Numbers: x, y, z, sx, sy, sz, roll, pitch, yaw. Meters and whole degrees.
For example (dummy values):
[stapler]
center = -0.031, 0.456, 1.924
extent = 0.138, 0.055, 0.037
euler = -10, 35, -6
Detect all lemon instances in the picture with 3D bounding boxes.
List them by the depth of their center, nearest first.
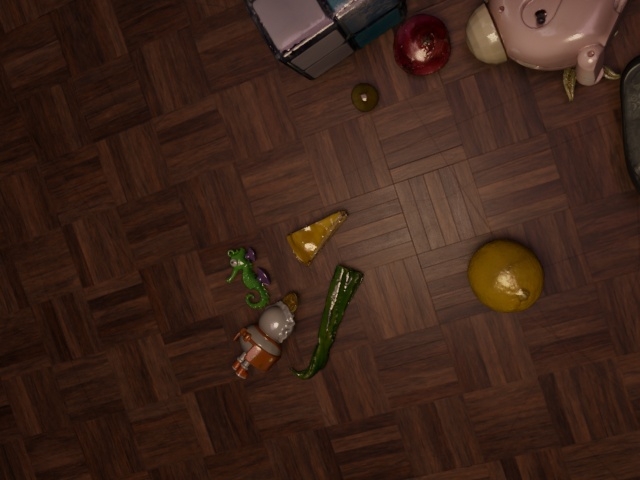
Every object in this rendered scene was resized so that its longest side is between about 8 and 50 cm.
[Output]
[lemon]
center = 0.454, 0.088, 1.435
extent = 0.178, 0.203, 0.178
euler = -3, 112, -7

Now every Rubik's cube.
[Rubik's cube]
center = -0.010, -0.610, 1.392
extent = 0.318, 0.316, 0.313
euler = -31, 90, 13

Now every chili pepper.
[chili pepper]
center = 0.015, 0.238, 1.614
extent = 0.085, 0.076, 0.359
euler = 21, 101, -16

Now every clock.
[clock]
center = 0.528, -0.545, 1.335
extent = 0.326, 0.184, 0.342
euler = 28, 93, 26

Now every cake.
[cake]
center = -0.001, 0.000, 1.584
extent = 0.185, 0.080, 0.116
euler = -18, 90, 9

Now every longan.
[longan]
center = 0.111, -0.370, 1.525
extent = 0.083, 0.075, 0.075
euler = -20, 93, 55

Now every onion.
[onion]
center = 0.248, -0.484, 1.439
extent = 0.150, 0.140, 0.150
euler = 2, 101, 13

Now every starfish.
[starfish]
center = 0.613, -0.423, 1.408
extent = 0.208, 0.053, 0.175
euler = 14, 95, 21

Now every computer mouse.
[computer mouse]
center = 0.796, -0.249, 1.334
extent = 0.203, 0.114, 0.373
euler = -10, 87, 44

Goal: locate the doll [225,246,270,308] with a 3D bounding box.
[doll]
center = -0.205, 0.106, 1.654
extent = 0.115, 0.050, 0.190
euler = -32, 91, 10

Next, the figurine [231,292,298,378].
[figurine]
center = -0.153, 0.258, 1.620
extent = 0.143, 0.143, 0.271
euler = 27, 103, 8
